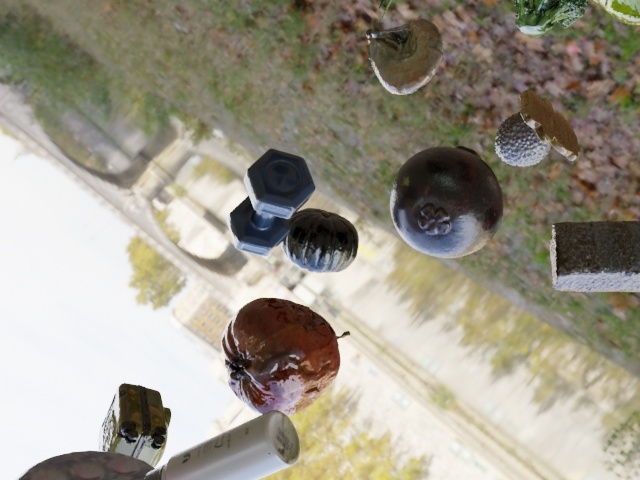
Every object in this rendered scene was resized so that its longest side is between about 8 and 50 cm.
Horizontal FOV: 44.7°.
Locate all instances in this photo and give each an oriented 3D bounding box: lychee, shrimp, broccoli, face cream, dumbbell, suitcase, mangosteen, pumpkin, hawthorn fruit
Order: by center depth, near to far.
[{"bbox_3d":[-0.179,0.368,1.251,0.092,0.311,0.092,46,-153,-31],"label":"face cream"},{"bbox_3d":[-0.051,0.220,1.527,0.271,0.242,0.242,-7,-152,-34],"label":"hawthorn fruit"},{"bbox_3d":[0.180,-0.434,1.729,0.077,0.168,0.317,33,-156,-39],"label":"shrimp"},{"bbox_3d":[0.509,-0.536,1.743,0.195,0.156,0.195,17,171,3],"label":"broccoli"},{"bbox_3d":[-0.123,-0.081,1.828,0.316,0.143,0.156,126,127,-63],"label":"dumbbell"},{"bbox_3d":[0.308,-0.098,1.888,0.288,0.288,0.288,40,175,4],"label":"mangosteen"},{"bbox_3d":[-0.470,0.495,1.970,0.143,0.194,0.235,19,-160,-24],"label":"suitcase"},{"bbox_3d":[0.000,0.000,2.093,0.220,0.162,0.220,10,-163,-3],"label":"pumpkin"},{"bbox_3d":[0.597,-0.296,2.245,0.165,0.197,0.165,168,90,-74],"label":"lychee"}]

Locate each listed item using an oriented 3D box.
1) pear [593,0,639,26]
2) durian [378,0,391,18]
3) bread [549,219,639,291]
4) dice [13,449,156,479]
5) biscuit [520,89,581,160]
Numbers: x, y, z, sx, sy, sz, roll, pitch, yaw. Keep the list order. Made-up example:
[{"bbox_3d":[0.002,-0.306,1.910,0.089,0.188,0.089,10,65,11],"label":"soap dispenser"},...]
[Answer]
[{"bbox_3d":[0.591,-0.504,1.438,0.286,0.176,0.282,117,133,-69],"label":"pear"},{"bbox_3d":[0.144,-0.534,1.240,0.158,0.352,0.169,-10,133,26],"label":"durian"},{"bbox_3d":[0.741,0.035,1.786,0.416,0.165,0.113,-1,139,6],"label":"bread"},{"bbox_3d":[-0.416,0.557,1.393,0.270,0.271,0.270,3,-164,-43],"label":"dice"},{"bbox_3d":[0.610,-0.304,2.071,0.225,0.166,0.036,31,136,-24],"label":"biscuit"}]
